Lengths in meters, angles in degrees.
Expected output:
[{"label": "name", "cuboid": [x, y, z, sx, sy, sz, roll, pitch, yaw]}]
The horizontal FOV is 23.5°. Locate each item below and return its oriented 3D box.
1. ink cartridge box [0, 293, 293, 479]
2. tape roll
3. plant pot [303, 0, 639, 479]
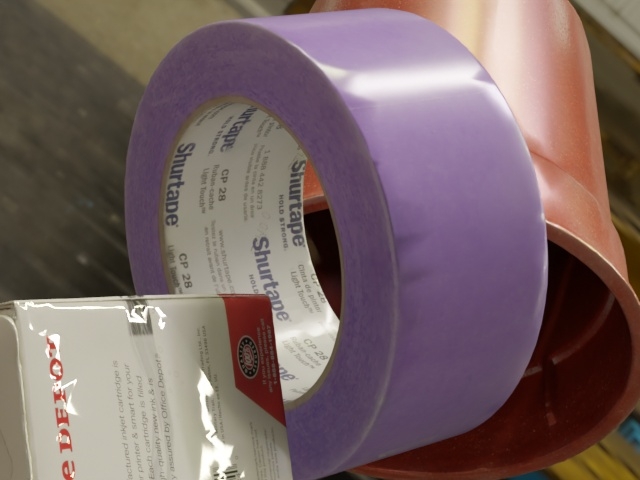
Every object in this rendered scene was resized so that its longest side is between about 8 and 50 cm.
[{"label": "ink cartridge box", "cuboid": [-0.072, 0.071, 0.527, 0.135, 0.056, 0.099, 2, 79, -56]}, {"label": "tape roll", "cuboid": [0.000, 0.000, 0.642, 0.080, 0.189, 0.189, -10, 51, -36]}, {"label": "plant pot", "cuboid": [0.069, -0.032, 0.979, 0.272, 0.272, 0.265, 33, 44, -24]}]
